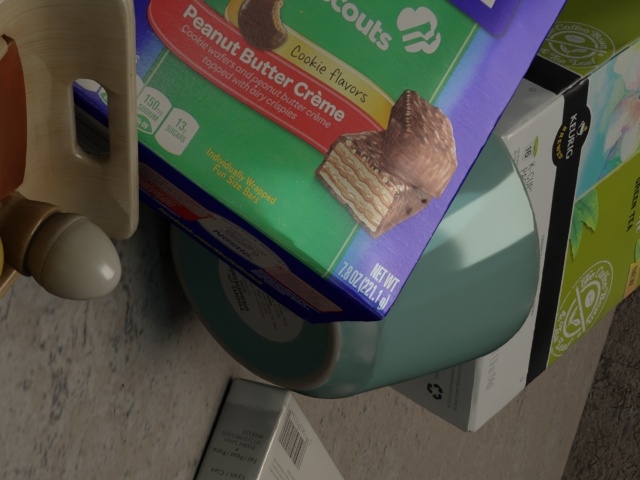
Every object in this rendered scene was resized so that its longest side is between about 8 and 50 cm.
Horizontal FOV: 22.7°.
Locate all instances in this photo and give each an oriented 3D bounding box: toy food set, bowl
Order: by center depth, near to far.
[{"bbox_3d":[-0.192,0.030,0.847,0.306,0.092,0.220,-57,165,-34],"label":"toy food set"},{"bbox_3d":[0.000,0.000,1.251,0.163,0.311,0.312,-35,135,-37],"label":"bowl"}]

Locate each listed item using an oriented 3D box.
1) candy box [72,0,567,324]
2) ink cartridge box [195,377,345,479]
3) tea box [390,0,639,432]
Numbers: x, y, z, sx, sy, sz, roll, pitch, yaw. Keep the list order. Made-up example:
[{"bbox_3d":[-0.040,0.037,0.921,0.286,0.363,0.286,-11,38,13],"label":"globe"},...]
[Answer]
[{"bbox_3d":[-0.002,-0.147,1.057,0.268,0.122,0.317,37,72,-20],"label":"candy box"},{"bbox_3d":[-0.059,0.308,1.527,0.296,0.066,0.261,65,40,-59],"label":"ink cartridge box"},{"bbox_3d":[0.158,-0.071,1.428,0.323,0.220,0.329,-37,143,-36],"label":"tea box"}]
